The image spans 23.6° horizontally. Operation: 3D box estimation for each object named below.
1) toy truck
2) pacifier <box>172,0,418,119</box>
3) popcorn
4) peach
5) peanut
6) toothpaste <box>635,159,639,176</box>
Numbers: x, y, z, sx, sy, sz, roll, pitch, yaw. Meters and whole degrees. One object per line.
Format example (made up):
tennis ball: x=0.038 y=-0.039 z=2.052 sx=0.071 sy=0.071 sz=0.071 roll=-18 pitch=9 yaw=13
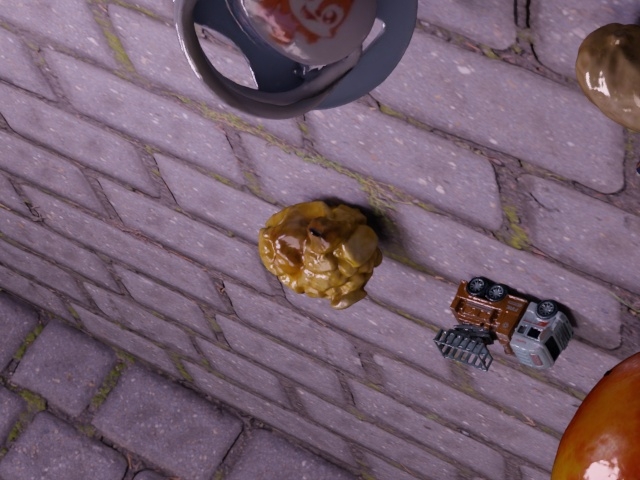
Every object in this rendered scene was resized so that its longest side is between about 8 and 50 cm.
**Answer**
toy truck: x=0.266 y=0.133 z=2.208 sx=0.177 sy=0.115 sz=0.080 roll=16 pitch=154 yaw=35
pacifier: x=-0.049 y=-0.275 z=1.637 sx=0.299 sy=0.244 sz=0.233 roll=45 pitch=-173 yaw=-26
popcorn: x=0.011 y=0.014 z=2.297 sx=0.194 sy=0.140 sz=0.163 roll=-10 pitch=126 yaw=48
peach: x=0.481 y=0.294 z=1.919 sx=0.388 sy=0.388 sz=0.388 roll=29 pitch=160 yaw=12
peanut: x=0.366 y=-0.124 z=1.473 sx=0.263 sy=0.101 sz=0.117 roll=32 pitch=180 yaw=1
toothpaste: x=0.365 y=-0.090 z=1.678 sx=0.027 sy=0.019 sz=0.083 roll=47 pitch=159 yaw=11
